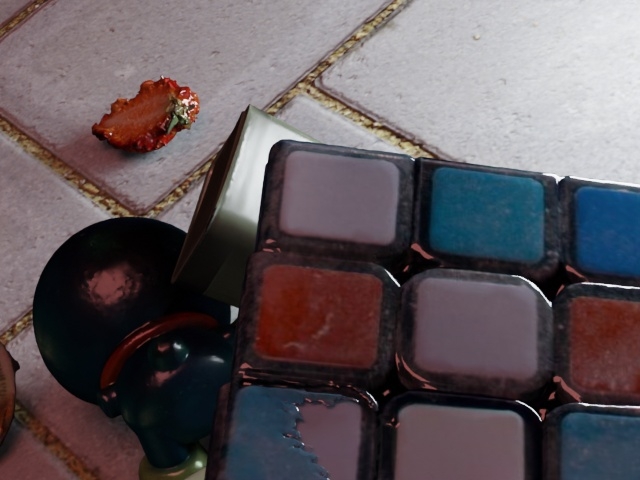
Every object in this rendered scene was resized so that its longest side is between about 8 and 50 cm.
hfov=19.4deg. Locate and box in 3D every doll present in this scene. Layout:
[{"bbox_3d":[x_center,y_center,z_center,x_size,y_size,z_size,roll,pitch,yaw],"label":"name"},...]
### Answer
[{"bbox_3d":[-0.169,0.093,1.856,0.198,0.186,0.322,-31,43,-17],"label":"doll"}]

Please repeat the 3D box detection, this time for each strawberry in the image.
[{"bbox_3d":[-0.202,-0.142,2.214,0.152,0.048,0.104,-6,51,43],"label":"strawberry"}]

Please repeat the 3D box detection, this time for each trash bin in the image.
[{"bbox_3d":[0.000,0.000,1.813,0.122,0.240,0.164,-53,18,48],"label":"trash bin"}]

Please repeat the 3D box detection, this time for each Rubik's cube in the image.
[{"bbox_3d":[0.099,0.168,1.439,0.363,0.362,0.358,3,47,1],"label":"Rubik's cube"}]

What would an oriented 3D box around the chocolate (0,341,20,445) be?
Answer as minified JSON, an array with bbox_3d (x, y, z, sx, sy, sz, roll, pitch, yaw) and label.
[{"bbox_3d":[-0.430,0.162,1.962,0.221,0.221,0.147,-43,16,-17],"label":"chocolate"}]

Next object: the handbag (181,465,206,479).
[{"bbox_3d":[-0.012,0.243,1.684,0.315,0.109,0.241,-31,42,-8],"label":"handbag"}]
